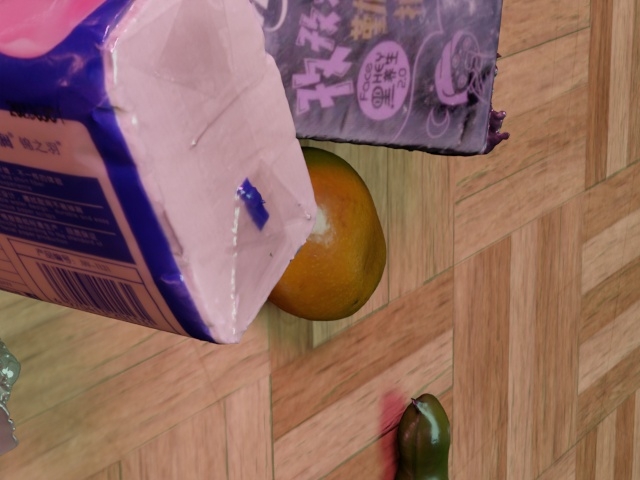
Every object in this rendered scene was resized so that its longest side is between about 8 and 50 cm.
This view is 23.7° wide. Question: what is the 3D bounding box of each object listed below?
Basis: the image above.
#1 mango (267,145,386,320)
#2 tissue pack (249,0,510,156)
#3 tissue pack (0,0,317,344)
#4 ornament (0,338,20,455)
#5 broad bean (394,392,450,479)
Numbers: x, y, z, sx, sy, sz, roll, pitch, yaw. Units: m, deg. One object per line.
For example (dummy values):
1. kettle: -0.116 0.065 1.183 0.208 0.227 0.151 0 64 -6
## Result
1. mango: 0.000 0.000 1.269 0.227 0.099 0.136 35 62 -65
2. tissue pack: 0.003 -0.201 1.151 0.361 0.122 0.259 1 95 -47
3. tissue pack: -0.151 -0.070 0.837 0.137 0.269 0.209 -51 137 -35
4. ornament: -0.225 0.111 0.985 0.092 0.041 0.068 -40 109 -32
5. broad bean: 0.109 0.279 1.558 0.098 0.056 0.318 -56 147 -43
